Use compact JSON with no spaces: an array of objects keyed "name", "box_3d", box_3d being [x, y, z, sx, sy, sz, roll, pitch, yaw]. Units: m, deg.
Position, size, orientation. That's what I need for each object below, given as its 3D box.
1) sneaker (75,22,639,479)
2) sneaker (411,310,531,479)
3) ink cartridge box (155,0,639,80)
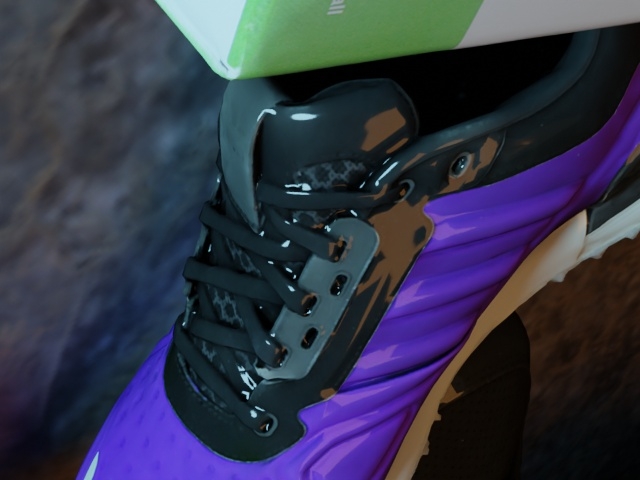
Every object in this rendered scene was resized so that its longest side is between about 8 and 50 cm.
[{"name":"sneaker","box_3d":[0.000,-0.001,0.554,0.293,0.102,0.146,-48,145,3]},{"name":"sneaker","box_3d":[0.050,0.145,0.744,0.125,0.139,0.340,-25,145,-21]},{"name":"ink cartridge box","box_3d":[0.086,-0.160,0.418,0.273,0.115,0.198,-13,140,-38]}]
